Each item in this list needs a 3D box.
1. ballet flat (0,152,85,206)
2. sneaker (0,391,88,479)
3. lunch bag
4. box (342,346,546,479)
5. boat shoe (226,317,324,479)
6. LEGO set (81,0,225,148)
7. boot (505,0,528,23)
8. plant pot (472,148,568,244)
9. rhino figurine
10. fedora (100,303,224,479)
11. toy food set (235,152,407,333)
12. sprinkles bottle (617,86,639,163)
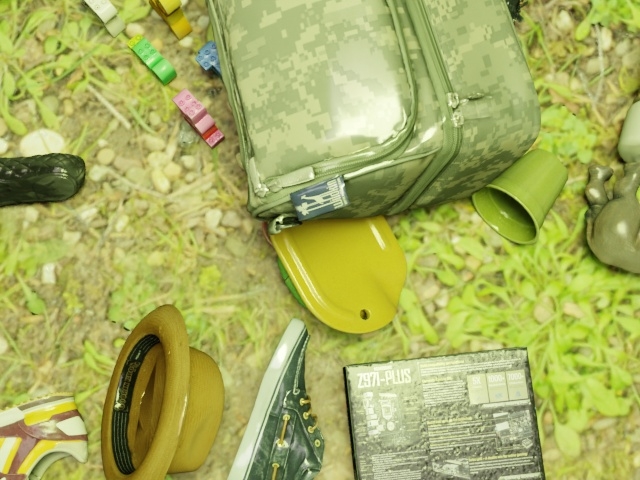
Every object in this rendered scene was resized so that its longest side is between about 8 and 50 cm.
[{"bbox_3d":[-0.337,-0.067,0.898,0.173,0.049,0.057,2,126,1],"label":"ballet flat"},{"bbox_3d":[-0.325,0.218,0.833,0.185,0.069,0.084,-22,76,-2],"label":"sneaker"},{"bbox_3d":[0.028,-0.168,0.791,0.256,0.212,0.305,-11,78,-15],"label":"lunch bag"},{"bbox_3d":[0.118,0.187,0.830,0.180,0.077,0.147,-7,81,-1],"label":"box"},{"bbox_3d":[-0.026,0.175,0.845,0.083,0.065,0.183,19,87,1],"label":"boat shoe"},{"bbox_3d":[-0.163,-0.218,0.888,0.087,0.093,0.227,-42,83,-6],"label":"LEGO set"},{"bbox_3d":[0.176,-0.290,0.925,0.121,0.045,0.099,20,85,3],"label":"boot"},{"bbox_3d":[0.215,-0.053,0.874,0.083,0.083,0.079,41,71,6],"label":"plant pot"},{"bbox_3d":[0.387,0.000,0.861,0.243,0.073,0.106,17,78,2],"label":"rhino figurine"},{"bbox_3d":[-0.147,0.162,0.816,0.079,0.194,0.194,18,80,-32],"label":"fedora"},{"bbox_3d":[0.000,0.000,0.873,0.128,0.071,0.218,-24,83,-28],"label":"toy food set"},{"bbox_3d":[0.418,-0.239,0.874,0.121,0.121,0.355,19,82,3],"label":"sprinkles bottle"}]
